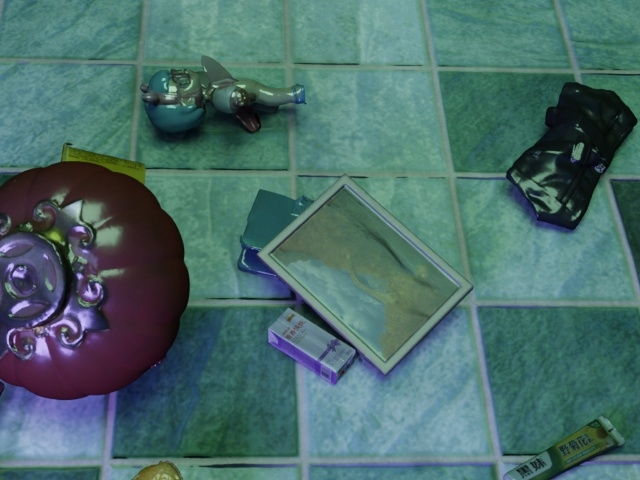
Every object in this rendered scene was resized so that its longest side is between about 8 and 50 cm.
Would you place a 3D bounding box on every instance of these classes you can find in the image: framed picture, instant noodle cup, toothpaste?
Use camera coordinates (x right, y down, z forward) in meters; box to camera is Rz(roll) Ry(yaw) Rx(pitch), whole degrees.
[{"bbox_3d":[0.060,0.043,1.533,0.184,0.016,0.250,-42,74,-18],"label":"framed picture"},{"bbox_3d":[-0.316,-0.060,1.584,0.122,0.151,0.151,6,49,-16],"label":"instant noodle cup"},{"bbox_3d":[0.302,0.282,1.418,0.204,0.031,0.049,-21,56,-24],"label":"toothpaste"}]

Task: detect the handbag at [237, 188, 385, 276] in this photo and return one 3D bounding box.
[{"bbox_3d":[0.000,0.000,1.612,0.221,0.057,0.144,13,47,6],"label":"handbag"}]

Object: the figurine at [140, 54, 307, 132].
[{"bbox_3d":[-0.150,-0.213,1.732,0.260,0.103,0.205,-2,25,-12],"label":"figurine"}]

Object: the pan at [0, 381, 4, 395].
[{"bbox_3d":[-0.445,0.267,1.358,0.115,0.040,0.212,17,58,10],"label":"pan"}]

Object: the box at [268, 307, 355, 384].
[{"bbox_3d":[-0.012,0.143,1.502,0.117,0.036,0.050,32,55,22],"label":"box"}]

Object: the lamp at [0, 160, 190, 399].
[{"bbox_3d":[-0.313,0.050,1.401,0.303,0.257,0.303,0,88,16],"label":"lamp"}]

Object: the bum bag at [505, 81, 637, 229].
[{"bbox_3d":[0.398,-0.143,1.751,0.137,0.074,0.310,32,55,8],"label":"bum bag"}]

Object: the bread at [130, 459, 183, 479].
[{"bbox_3d":[-0.224,0.375,1.263,0.233,0.088,0.161,-30,54,-23],"label":"bread"}]
